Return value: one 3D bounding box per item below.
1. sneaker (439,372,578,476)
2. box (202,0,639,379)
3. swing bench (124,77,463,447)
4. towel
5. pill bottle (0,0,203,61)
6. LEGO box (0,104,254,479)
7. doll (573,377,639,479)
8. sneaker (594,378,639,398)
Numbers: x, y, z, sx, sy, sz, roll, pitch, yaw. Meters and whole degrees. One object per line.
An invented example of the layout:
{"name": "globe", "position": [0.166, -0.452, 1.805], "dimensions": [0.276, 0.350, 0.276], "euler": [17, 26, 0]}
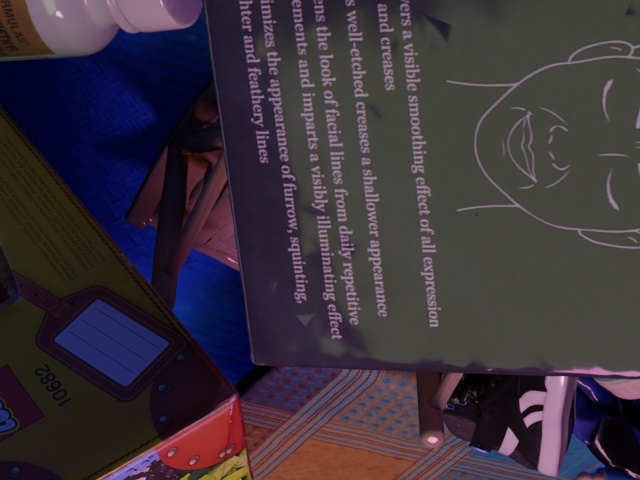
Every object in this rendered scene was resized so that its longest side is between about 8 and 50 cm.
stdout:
{"name": "sneaker", "position": [0.149, 0.110, 1.458], "dimensions": [0.121, 0.079, 0.217], "euler": [14, 138, 15]}
{"name": "box", "position": [0.154, -0.092, 1.058], "dimensions": [0.396, 0.212, 0.293], "euler": [2, 114, 17]}
{"name": "swing bench", "position": [0.000, 0.000, 1.392], "dimensions": [0.253, 0.254, 0.165], "euler": [26, 101, -16]}
{"name": "towel", "position": [0.071, 0.187, 1.650], "dimensions": [0.370, 0.040, 0.271], "euler": [16, 143, -26]}
{"name": "pill bottle", "position": [-0.206, -0.195, 1.274], "dimensions": [0.229, 0.131, 0.131], "euler": [-2, 138, 18]}
{"name": "LEGO box", "position": [-0.252, 0.110, 1.382], "dimensions": [0.500, 0.193, 0.372], "euler": [47, 157, 35]}
{"name": "doll", "position": [0.258, 0.169, 1.577], "dimensions": [0.189, 0.129, 0.046], "euler": [46, 143, -14]}
{"name": "sneaker", "position": [0.297, 0.038, 1.420], "dimensions": [0.121, 0.108, 0.302], "euler": [30, 140, -25]}
